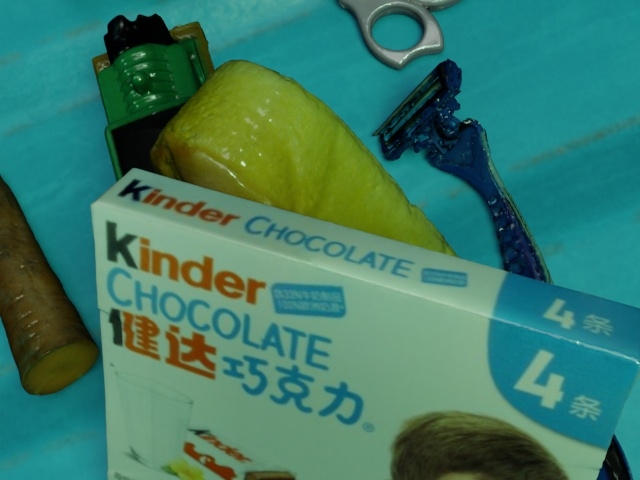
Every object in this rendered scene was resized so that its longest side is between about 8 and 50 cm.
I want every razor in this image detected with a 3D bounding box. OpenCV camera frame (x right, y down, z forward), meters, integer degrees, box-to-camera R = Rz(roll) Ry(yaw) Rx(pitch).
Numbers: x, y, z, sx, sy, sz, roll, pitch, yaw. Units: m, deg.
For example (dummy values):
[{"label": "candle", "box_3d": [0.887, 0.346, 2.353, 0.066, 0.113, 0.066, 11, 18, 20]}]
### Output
[{"label": "razor", "box_3d": [0.137, 0.035, 0.609, 0.056, 0.093, 0.324, -10, 68, -34]}]

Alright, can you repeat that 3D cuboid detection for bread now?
[{"label": "bread", "box_3d": [0.000, 0.000, 0.553, 0.102, 0.245, 0.094, 11, 63, 51]}]

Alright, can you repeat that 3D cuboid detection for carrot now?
[{"label": "carrot", "box_3d": [-0.231, 0.007, 0.676, 0.057, 0.057, 0.224, -30, 63, -4]}]

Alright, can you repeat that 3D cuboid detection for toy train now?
[{"label": "toy train", "box_3d": [-0.105, -0.075, 0.637, 0.091, 0.136, 0.228, -19, 70, 1]}]

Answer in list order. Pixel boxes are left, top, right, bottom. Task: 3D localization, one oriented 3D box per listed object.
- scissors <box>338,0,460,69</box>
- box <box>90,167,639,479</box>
[{"label": "scissors", "box_3d": [0.011, -0.210, 0.732, 0.212, 0.021, 0.110, 20, 77, 15]}, {"label": "box", "box_3d": [0.007, 0.112, 0.499, 0.273, 0.265, 0.048, 15, 35, 15]}]
